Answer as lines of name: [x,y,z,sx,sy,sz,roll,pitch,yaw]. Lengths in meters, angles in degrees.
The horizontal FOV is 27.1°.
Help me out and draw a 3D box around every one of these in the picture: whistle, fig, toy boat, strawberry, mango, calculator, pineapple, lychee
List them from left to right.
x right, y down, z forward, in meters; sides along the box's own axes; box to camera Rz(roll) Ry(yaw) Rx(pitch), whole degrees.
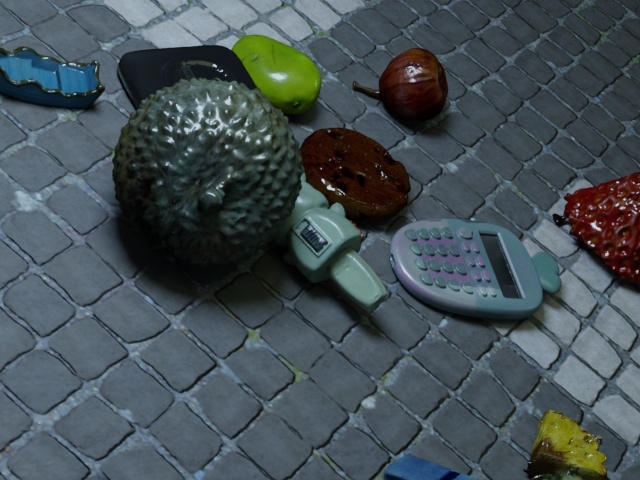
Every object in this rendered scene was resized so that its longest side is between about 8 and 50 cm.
toy boat: [-0.398,-0.242,1.876,0.185,0.077,0.075,8,47,-27]
lychee: [-0.153,-0.096,1.779,0.255,0.255,0.274,16,13,-19]
mango: [-0.075,-0.261,2.108,0.163,0.089,0.117,28,47,13]
whistle: [0.000,-0.001,1.873,0.253,0.102,0.106,46,35,20]
fig: [0.147,-0.254,2.222,0.150,0.128,0.128,-26,63,-14]
whistle: [0.155,0.333,1.667,0.158,0.090,0.090,12,21,43]
calculator: [0.241,0.044,2.032,0.299,0.041,0.185,5,47,-27]
pineapple: [0.328,0.296,1.826,0.116,0.069,0.137,-7,45,-31]
strawberry: [0.534,-0.052,2.221,0.234,0.178,0.234,23,34,-17]

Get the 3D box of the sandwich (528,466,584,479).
sandwich: [0.329,0.408,1.658,0.122,0.128,0.236,-13,58,-45]

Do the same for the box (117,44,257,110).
box: [-0.187,-0.217,2.003,0.201,0.042,0.212,-11,58,-29]

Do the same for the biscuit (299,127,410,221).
biscuit: [0.051,-0.102,2.053,0.192,0.049,0.192,16,37,-13]
